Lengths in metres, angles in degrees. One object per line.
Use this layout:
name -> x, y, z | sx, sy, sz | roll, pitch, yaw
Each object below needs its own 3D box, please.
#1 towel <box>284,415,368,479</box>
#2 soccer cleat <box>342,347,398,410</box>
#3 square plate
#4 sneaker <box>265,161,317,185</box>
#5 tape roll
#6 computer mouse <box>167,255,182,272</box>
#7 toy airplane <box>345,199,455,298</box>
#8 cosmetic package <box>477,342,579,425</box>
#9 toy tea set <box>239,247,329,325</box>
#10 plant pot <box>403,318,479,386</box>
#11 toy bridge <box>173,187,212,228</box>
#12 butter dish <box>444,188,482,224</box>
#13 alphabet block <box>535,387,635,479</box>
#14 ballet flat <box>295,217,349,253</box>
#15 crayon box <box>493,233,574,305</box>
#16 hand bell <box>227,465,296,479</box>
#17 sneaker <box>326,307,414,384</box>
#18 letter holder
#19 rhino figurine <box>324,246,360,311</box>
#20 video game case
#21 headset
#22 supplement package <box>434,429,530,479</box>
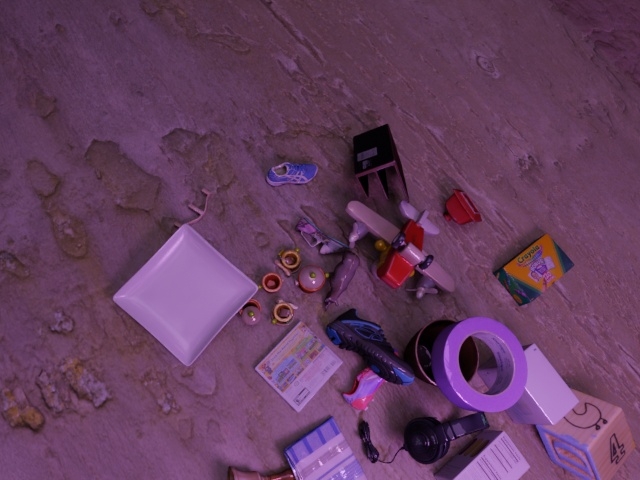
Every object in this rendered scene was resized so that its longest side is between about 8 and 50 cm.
towel -> 0.032, 0.730, 1.386 | 0.209, 0.034, 0.284 | -22, 74, -32
soccer cleat -> 0.176, 0.458, 1.515 | 0.095, 0.083, 0.248 | 40, 71, -2
square plate -> -0.447, 0.177, 1.497 | 0.344, 0.049, 0.347 | 41, 80, 3
sneaker -> -0.107, -0.265, 1.745 | 0.211, 0.081, 0.080 | -15, 71, -17
tape roll -> 0.481, 0.375, 1.352 | 0.275, 0.090, 0.274 | 5, 69, -13
computer mouse -> -0.452, 0.141, 1.553 | 0.071, 0.041, 0.242 | -40, 87, -11
toy airplane -> 0.286, 0.032, 1.629 | 0.385, 0.272, 0.385 | 8, 45, -40
cosmetic package -> 0.695, 0.493, 1.518 | 0.138, 0.224, 0.224 | -30, 76, -20
toy tea set -> -0.130, 0.173, 1.546 | 0.200, 0.124, 0.336 | 37, 67, 5
plant pot -> 0.371, 0.389, 1.494 | 0.216, 0.230, 0.215 | 5, 70, -13
toy bridge -> -0.461, -0.112, 1.651 | 0.063, 0.026, 0.188 | 33, 67, 1
butter dish -> 0.558, -0.119, 1.798 | 0.160, 0.118, 0.160 | -5, 63, -60
alphabet block -> 0.881, 0.650, 1.480 | 0.197, 0.192, 0.193 | -36, 110, -21
ballet flat -> 0.000, 0.000, 1.674 | 0.222, 0.077, 0.079 | 34, 85, 9
crayon box -> 0.848, 0.114, 1.771 | 0.279, 0.081, 0.165 | -32, 78, -20
hand bell -> -0.150, 0.727, 1.354 | 0.242, 0.126, 0.126 | -2, 69, -23
sneaker -> 0.183, 0.345, 1.492 | 0.341, 0.125, 0.140 | 32, 53, 30
letter holder -> 0.237, -0.276, 1.734 | 0.152, 0.214, 0.301 | -18, 36, 17
rhino figurine -> 0.066, 0.143, 1.583 | 0.073, 0.106, 0.243 | 26, 90, -16
video game case -> -0.072, 0.425, 1.514 | 0.206, 0.026, 0.227 | 43, 69, 7
headset -> 0.328, 0.607, 1.417 | 0.395, 0.243, 0.185 | -24, 61, 7
supplement package -> 0.519, 0.744, 1.436 | 0.244, 0.139, 0.133 | -31, 78, -21
